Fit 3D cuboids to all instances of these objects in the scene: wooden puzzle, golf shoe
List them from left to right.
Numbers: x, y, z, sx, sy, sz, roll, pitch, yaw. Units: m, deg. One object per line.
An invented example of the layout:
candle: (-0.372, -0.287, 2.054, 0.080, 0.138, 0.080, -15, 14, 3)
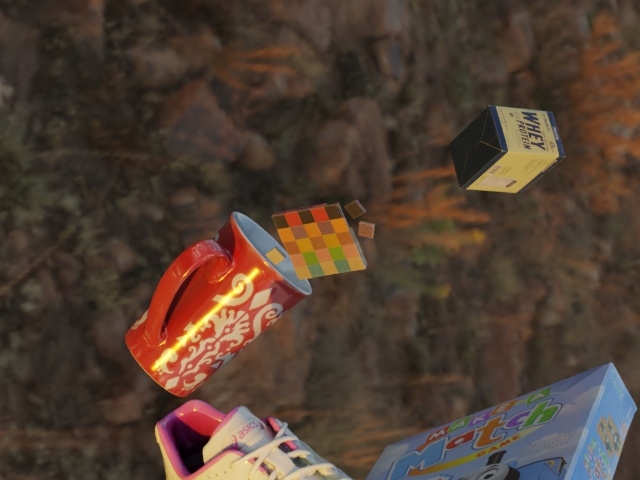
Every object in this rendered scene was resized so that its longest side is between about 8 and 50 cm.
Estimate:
golf shoe: (-0.026, 0.204, 1.115, 0.115, 0.306, 0.140, -36, 117, -36)
wooden puzzle: (0.000, 0.000, 0.932, 0.049, 0.083, 0.006, 66, 32, -24)

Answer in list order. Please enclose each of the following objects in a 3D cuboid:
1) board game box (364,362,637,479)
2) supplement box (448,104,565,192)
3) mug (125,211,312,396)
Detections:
board game box: (0.077, 0.149, 0.787, 0.039, 0.160, 0.211, 61, 27, -8)
supplement box: (0.196, -0.095, 1.537, 0.083, 0.083, 0.056, 3, 62, -30)
mug: (-0.119, 0.059, 1.464, 0.150, 0.169, 0.113, 40, 12, -32)
